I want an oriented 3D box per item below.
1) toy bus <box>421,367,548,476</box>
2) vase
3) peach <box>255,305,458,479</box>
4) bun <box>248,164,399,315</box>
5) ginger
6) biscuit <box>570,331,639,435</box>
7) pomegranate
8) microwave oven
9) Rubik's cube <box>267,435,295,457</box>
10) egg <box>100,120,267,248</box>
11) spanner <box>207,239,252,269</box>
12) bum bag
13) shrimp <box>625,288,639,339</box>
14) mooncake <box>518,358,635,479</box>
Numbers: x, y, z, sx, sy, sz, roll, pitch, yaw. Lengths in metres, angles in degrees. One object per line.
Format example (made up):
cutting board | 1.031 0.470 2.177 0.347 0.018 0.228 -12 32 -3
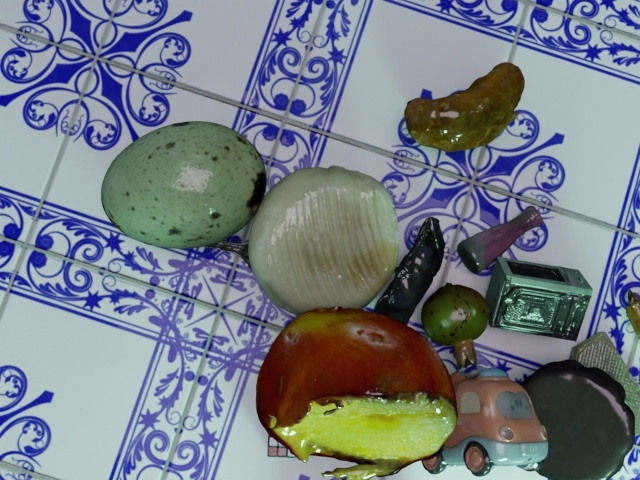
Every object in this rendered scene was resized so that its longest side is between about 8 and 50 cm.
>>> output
toy bus | 0.358 0.406 1.599 0.194 0.287 0.232 11 69 -33
vase | 0.444 -0.008 1.745 0.214 0.086 0.086 -31 86 -10
peach | 0.080 0.311 1.472 0.416 0.339 0.353 23 66 34
bun | 0.000 0.000 1.656 0.364 0.219 0.366 -3 99 -16
ginger | 0.362 -0.308 1.734 0.321 0.165 0.173 -23 92 -10
biscuit | 0.690 0.362 1.723 0.150 0.052 0.252 -28 85 -4
pomegranate | 0.323 0.198 1.677 0.159 0.159 0.205 -11 73 -3
microwave oven | 0.509 0.140 1.682 0.208 0.122 0.162 9 111 -1
Rubik's cube | -0.076 0.452 1.664 0.092 0.092 0.092 3 83 -2
egg | -0.310 -0.120 1.625 0.379 0.287 0.288 -20 84 7
spanner | -0.254 0.005 1.742 0.325 0.026 0.093 12 82 0
bum bag | 0.220 0.089 1.708 0.074 0.137 0.310 26 83 43
shrimp | 0.822 0.194 1.755 0.132 0.051 0.187 -39 94 -18
mooncake | 0.575 0.417 1.646 0.282 0.141 0.283 0 90 22
